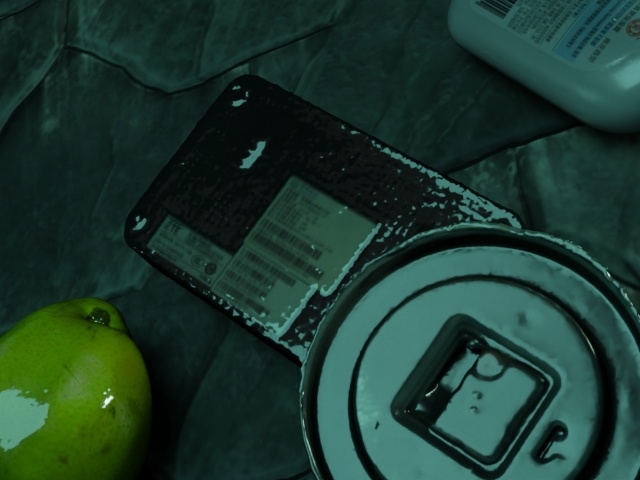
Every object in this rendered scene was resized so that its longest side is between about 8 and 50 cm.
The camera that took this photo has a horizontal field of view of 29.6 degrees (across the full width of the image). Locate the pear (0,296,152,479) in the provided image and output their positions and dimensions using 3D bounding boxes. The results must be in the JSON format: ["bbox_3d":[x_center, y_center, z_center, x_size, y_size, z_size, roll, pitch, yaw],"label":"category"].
[{"bbox_3d":[-0.238,0.154,1.101,0.187,0.187,0.219,15,65,36],"label":"pear"}]

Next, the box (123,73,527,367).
[{"bbox_3d":[0.000,0.000,1.093,0.350,0.058,0.211,30,81,29],"label":"box"}]

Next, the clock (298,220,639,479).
[{"bbox_3d":[0.123,0.123,0.938,0.281,0.055,0.280,-4,69,11],"label":"clock"}]

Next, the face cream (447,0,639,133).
[{"bbox_3d":[0.267,-0.174,1.064,0.163,0.080,0.337,-47,50,-3],"label":"face cream"}]
